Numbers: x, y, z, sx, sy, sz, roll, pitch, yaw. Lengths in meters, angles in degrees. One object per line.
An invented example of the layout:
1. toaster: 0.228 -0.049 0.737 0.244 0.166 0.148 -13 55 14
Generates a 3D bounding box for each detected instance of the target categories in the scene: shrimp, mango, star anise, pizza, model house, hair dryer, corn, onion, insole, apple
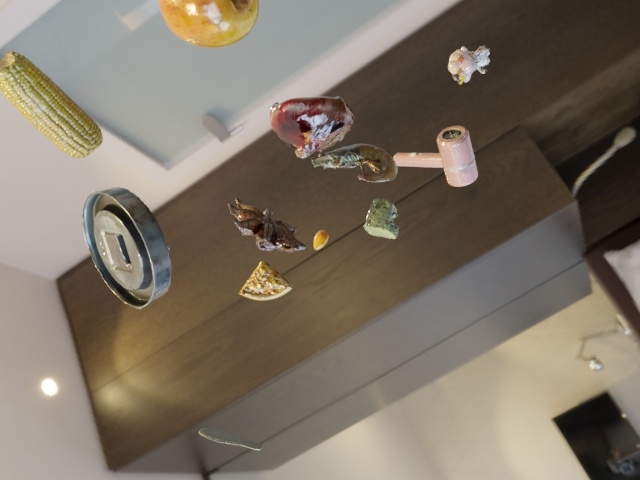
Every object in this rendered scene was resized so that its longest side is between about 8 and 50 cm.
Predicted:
1. shrimp: 0.091 -0.192 1.705 0.251 0.052 0.143 -13 -132 -31
2. mango: 0.000 0.000 2.632 0.046 0.060 0.089 42 -119 -34
3. star anise: -0.166 -0.023 1.952 0.272 0.102 0.272 27 -164 -8
4. pizza: -0.177 0.133 2.195 0.041 0.178 0.130 -86 2 -73
5. model house: 0.156 -0.055 1.651 0.066 0.079 0.083 43 -117 -51
6. hair dryer: 0.432 -0.333 2.684 0.125 0.353 0.210 -57 -42 -37
7. corn: -0.741 -0.364 1.850 0.344 0.131 0.131 53 -168 -44
8. onion: -0.029 -0.353 2.160 0.272 0.272 0.195 25 -114 -69
9. insole: -0.267 0.590 2.020 0.192 0.010 0.063 17 -172 -3
10. apple: -0.333 -0.704 1.979 0.299 0.275 0.298 -11 -78 -62

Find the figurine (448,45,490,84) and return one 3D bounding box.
1. figurine: 0.579 -0.698 2.674 0.112 0.229 0.137 33 140 45

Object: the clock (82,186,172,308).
1. clock: -0.482 0.018 1.692 0.061 0.313 0.312 -27 -97 -40
